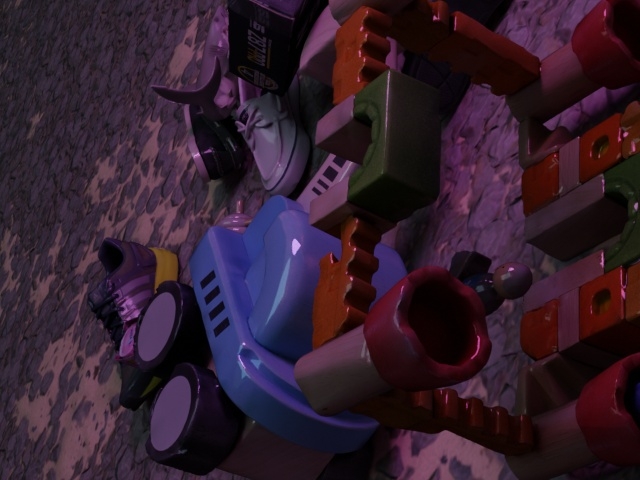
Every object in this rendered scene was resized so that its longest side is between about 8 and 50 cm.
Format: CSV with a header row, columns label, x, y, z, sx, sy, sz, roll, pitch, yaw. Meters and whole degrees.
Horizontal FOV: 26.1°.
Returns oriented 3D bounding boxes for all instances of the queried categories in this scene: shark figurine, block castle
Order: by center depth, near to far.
label,x,y,z,sx,sy,sz,roll,pitch,yaw
block castle,0.163,-0.047,1.135,0.213,0.303,0.453,-33,43,47
shark figurine,-0.171,-0.211,1.962,0.278,0.116,0.166,-80,-18,-62

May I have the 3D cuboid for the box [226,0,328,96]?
label,x,y,z,sx,sy,sz,roll,pitch,yaw
box,0.004,-0.407,1.730,0.318,0.097,0.395,103,-168,-78

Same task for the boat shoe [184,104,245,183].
label,x,y,z,sx,sy,sz,roll,pitch,yaw
boat shoe,-0.158,-0.158,2.078,0.079,0.084,0.233,-24,28,2

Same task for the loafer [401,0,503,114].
label,x,y,z,sx,sy,sz,roll,pitch,yaw
loafer,0.155,-0.275,1.567,0.267,0.096,0.084,-65,21,7

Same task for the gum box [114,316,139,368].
label,x,y,z,sx,sy,sz,roll,pitch,yaw
gum box,-0.186,0.139,1.834,0.188,0.107,0.062,-20,52,56

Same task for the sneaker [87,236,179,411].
label,x,y,z,sx,sy,sz,roll,pitch,yaw
sneaker,-0.282,0.118,2.009,0.111,0.121,0.300,-48,32,33

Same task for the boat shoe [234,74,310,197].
label,x,y,z,sx,sy,sz,roll,pitch,yaw
boat shoe,-0.078,-0.159,1.898,0.095,0.084,0.258,-50,31,28

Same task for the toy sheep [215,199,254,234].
label,x,y,z,sx,sy,sz,roll,pitch,yaw
toy sheep,-0.105,0.009,1.819,0.091,0.091,0.132,-28,51,51

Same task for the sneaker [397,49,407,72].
label,x,y,z,sx,sy,sz,roll,pitch,yaw
sneaker,0.036,-0.212,1.697,0.107,0.118,0.279,-27,46,52

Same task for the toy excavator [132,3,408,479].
label,x,y,z,sx,sy,sz,roll,pitch,yaw
toy excavator,0.000,0.000,1.483,0.445,0.222,0.433,-53,31,22
